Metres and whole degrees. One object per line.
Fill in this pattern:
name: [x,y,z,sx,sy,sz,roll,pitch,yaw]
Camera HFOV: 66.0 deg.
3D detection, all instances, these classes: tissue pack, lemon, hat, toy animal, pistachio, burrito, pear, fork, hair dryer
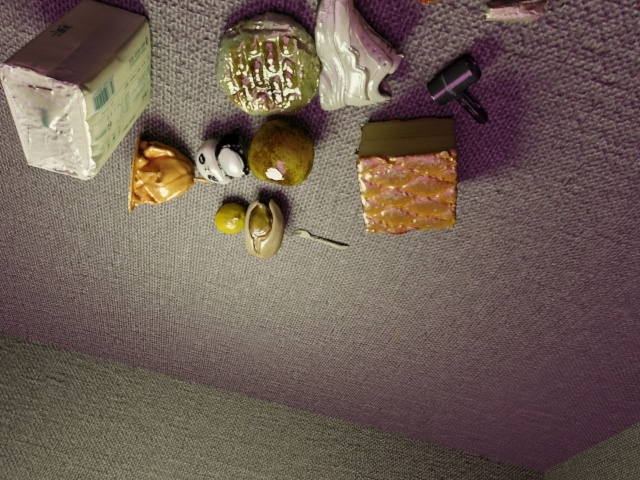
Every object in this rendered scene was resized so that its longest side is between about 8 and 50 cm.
tissue pack: [-0.592,-0.387,1.254,0.207,0.380,0.297,16,136,-4]
lemon: [-0.312,-0.076,1.714,0.133,0.109,0.109,-6,139,49]
hat: [-0.470,-0.199,1.570,0.233,0.244,0.233,7,147,-14]
toy animal: [-0.292,-0.240,1.516,0.179,0.138,0.166,-10,117,16]
pistachio: [-0.192,-0.041,1.692,0.138,0.153,0.237,8,130,1]
burrito: [0.448,-0.524,1.117,0.149,0.041,0.055,0,122,13]
pear: [-0.110,-0.256,1.428,0.197,0.197,0.197,6,137,6]
fork: [0.000,-0.004,1.787,0.220,0.028,0.034,13,130,-7]
hair dryer: [0.389,-0.369,1.284,0.124,0.071,0.219,-29,130,35]

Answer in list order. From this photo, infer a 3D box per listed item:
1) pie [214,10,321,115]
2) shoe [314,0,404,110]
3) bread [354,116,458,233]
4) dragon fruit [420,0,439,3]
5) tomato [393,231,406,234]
pie: [-0.139,-0.450,1.308,0.307,0.071,0.306,8,138,7]
shoe: [0.099,-0.470,1.198,0.211,0.132,0.342,3,141,7]
bread: [0.251,-0.183,1.402,0.279,0.207,0.279,-5,133,13]
dragon fruit: [0.228,-0.653,0.955,0.302,0.240,0.330,-28,99,47]
tomato: [0.249,-0.073,1.604,0.139,0.091,0.159,8,135,3]
